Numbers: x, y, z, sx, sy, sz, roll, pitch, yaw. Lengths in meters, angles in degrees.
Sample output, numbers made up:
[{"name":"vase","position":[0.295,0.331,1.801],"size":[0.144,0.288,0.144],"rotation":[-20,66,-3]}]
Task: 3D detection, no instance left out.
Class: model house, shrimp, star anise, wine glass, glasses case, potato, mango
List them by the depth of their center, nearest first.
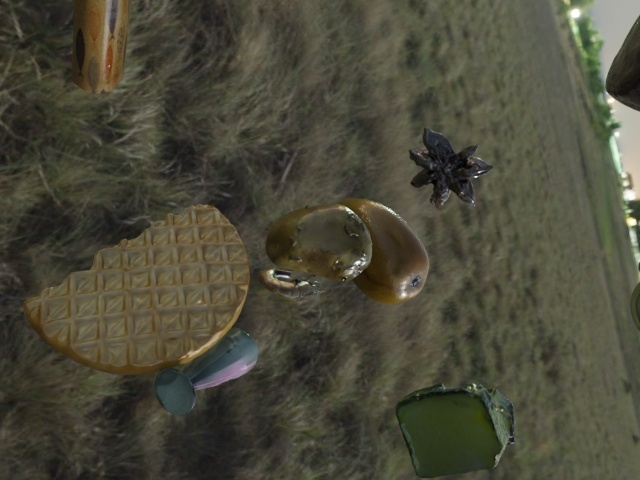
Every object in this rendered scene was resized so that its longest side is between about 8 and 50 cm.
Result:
[{"name":"glasses case","position":[-0.242,-0.246,0.692],"size":[0.041,0.170,0.064],"rotation":[37,49,7]},{"name":"wine glass","position":[-0.154,0.179,0.839],"size":[0.155,0.073,0.073],"rotation":[-30,106,-62]},{"name":"potato","position":[0.000,0.000,1.012],"size":[0.137,0.176,0.137],"rotation":[-167,-90,-85]},{"name":"shrimp","position":[-0.062,0.087,1.211],"size":[0.162,0.095,0.045],"rotation":[6,101,-53]},{"name":"model house","position":[0.292,0.360,1.258],"size":[0.211,0.194,0.170],"rotation":[-9,76,-60]},{"name":"star anise","position":[0.309,-0.166,1.521],"size":[0.073,0.212,0.197],"rotation":[-47,153,-54]},{"name":"mango","position":[0.167,0.022,1.870],"size":[0.221,0.264,0.378],"rotation":[-31,69,-37]}]

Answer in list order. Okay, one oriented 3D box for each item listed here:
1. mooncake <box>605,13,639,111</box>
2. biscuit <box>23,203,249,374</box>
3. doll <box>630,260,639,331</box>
[{"name":"mooncake","position":[0.473,-0.261,0.761],"size":[0.245,0.133,0.245],"rotation":[-155,-90,-89]},{"name":"biscuit","position":[-0.216,0.070,0.834],"size":[0.204,0.040,0.309],"rotation":[44,55,17]},{"name":"doll","position":[0.486,0.157,0.782],"size":[0.117,0.141,0.296],"rotation":[-16,71,-33]}]
